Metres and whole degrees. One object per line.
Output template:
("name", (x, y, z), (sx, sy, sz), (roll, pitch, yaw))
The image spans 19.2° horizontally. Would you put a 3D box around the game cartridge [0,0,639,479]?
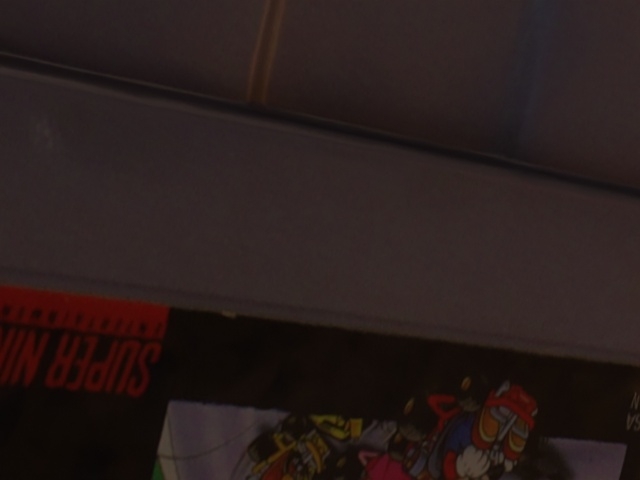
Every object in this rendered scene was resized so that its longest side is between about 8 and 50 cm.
("game cartridge", (0.000, 0.000, 0.387), (0.355, 0.230, 0.068), (9, -178, -36))
